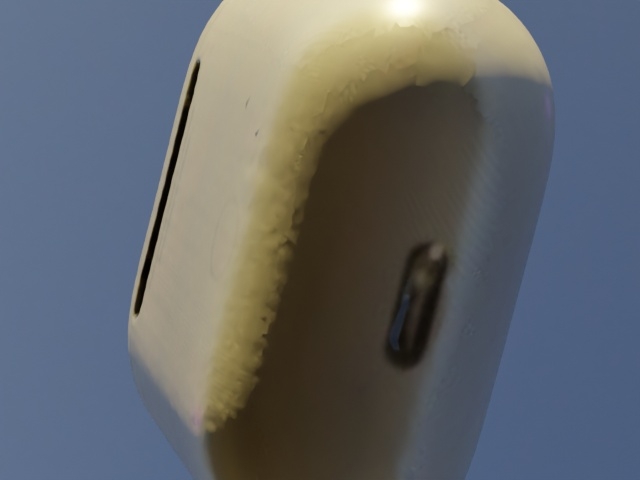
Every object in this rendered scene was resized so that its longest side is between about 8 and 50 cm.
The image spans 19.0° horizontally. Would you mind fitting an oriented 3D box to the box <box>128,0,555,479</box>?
[{"bbox_3d":[-0.001,0.000,0.989,0.349,0.141,0.289,-146,-112,-73],"label":"box"}]
